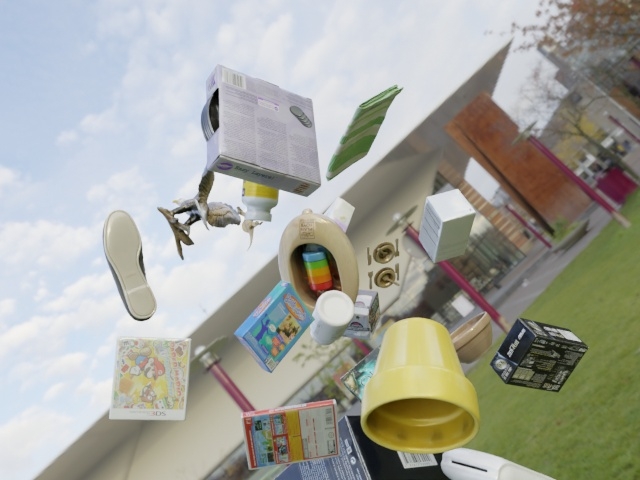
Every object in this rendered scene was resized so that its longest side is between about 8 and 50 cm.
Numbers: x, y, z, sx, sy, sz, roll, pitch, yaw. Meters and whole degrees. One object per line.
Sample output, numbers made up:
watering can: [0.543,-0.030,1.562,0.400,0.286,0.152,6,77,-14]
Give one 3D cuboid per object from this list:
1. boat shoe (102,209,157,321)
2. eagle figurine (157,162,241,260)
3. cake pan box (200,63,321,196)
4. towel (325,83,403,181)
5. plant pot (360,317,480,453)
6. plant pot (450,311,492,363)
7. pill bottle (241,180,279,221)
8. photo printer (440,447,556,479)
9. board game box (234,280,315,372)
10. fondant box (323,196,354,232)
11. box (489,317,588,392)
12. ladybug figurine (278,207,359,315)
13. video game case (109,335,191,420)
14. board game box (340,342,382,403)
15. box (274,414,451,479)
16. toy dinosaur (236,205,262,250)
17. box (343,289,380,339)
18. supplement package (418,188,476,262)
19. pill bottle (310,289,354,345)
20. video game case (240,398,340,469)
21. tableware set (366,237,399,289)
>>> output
boat shoe: [-0.573,0.080,1.642,0.112,0.335,0.095,-14,-7,-34]
eagle figurine: [-0.378,-0.121,1.789,0.298,0.225,0.226,-42,-14,-39]
cake pan box: [-0.128,-0.239,1.223,0.267,0.246,0.070,11,-33,-34]
towel: [0.136,-0.351,1.830,0.248,0.038,0.325,-38,-15,-40]
plant pot: [0.223,0.318,1.273,0.254,0.254,0.239,-55,19,41]
plant pot: [0.545,0.374,2.032,0.237,0.110,0.237,-37,-8,-6]
pill bottle: [-0.164,-0.146,1.533,0.103,0.103,0.184,8,-93,-73]
photo printer: [0.547,0.732,1.720,0.256,0.307,0.107,-15,52,57]
board game box: [-0.126,0.245,1.588,0.047,0.160,0.210,8,47,48]
fondant box: [0.000,0.000,2.400,0.330,0.096,0.238,-51,10,38]
box: [0.533,0.282,1.360,0.180,0.077,0.147,14,-68,-24]
ladybug figurine: [0.004,0.091,2.070,0.305,0.449,0.162,-2,19,21]
video game case: [-0.475,0.387,1.563,0.206,0.227,0.026,3,-10,-7]
board game box: [0.164,0.365,1.523,0.186,0.126,0.026,-37,-35,-18]
box: [0.178,0.852,1.956,0.480,0.297,0.472,13,-52,-37]
toy dinosaur: [-0.259,-0.056,2.087,0.092,0.183,0.053,-32,-24,28]
box: [0.104,0.295,2.290,0.163,0.247,0.142,-57,-37,-51]
supplement package: [0.360,-0.040,1.598,0.105,0.105,0.179,-15,-40,-13]
pill bottle: [0.032,0.277,1.924,0.131,0.131,0.229,-36,-18,-27]
video game case: [-0.086,0.589,1.685,0.285,0.204,0.025,-7,22,-6]
tableware set: [0.235,0.094,1.997,0.128,0.039,0.194,-16,-58,-16]
